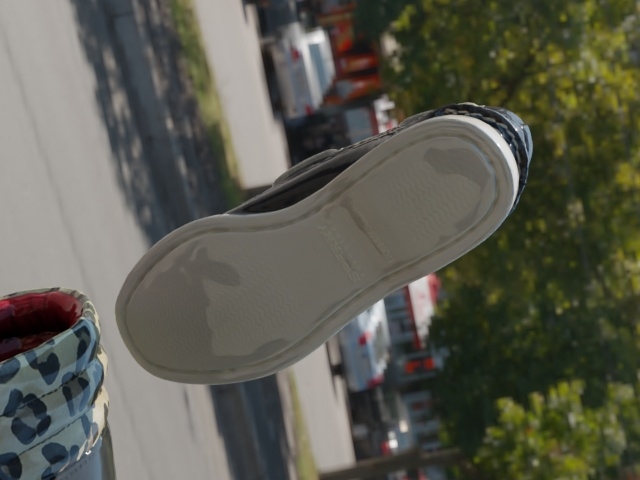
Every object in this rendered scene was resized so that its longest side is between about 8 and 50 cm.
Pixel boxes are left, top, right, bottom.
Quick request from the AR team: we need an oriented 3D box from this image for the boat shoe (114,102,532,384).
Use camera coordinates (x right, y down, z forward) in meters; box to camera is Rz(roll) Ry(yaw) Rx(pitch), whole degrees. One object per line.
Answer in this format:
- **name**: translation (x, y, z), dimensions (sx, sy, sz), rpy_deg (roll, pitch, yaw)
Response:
- **boat shoe**: translation (0.000, 0.000, 0.371), dimensions (0.046, 0.125, 0.038), rpy_deg (57, 27, -2)

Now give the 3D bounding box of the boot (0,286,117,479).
- **boot**: translation (-0.119, 0.127, 0.352), dimensions (0.236, 0.085, 0.178), rpy_deg (-31, 118, -54)
